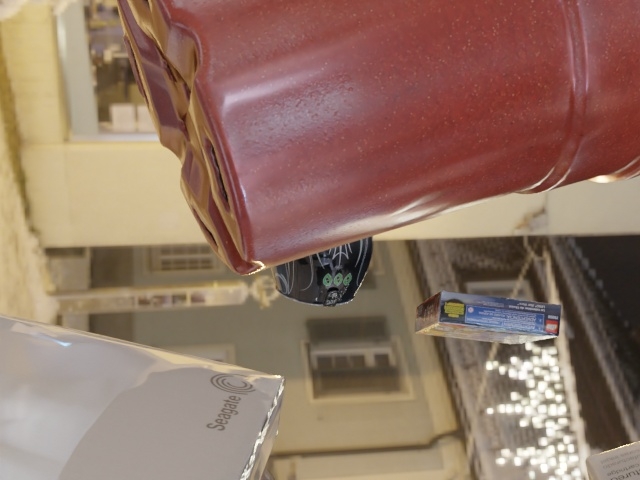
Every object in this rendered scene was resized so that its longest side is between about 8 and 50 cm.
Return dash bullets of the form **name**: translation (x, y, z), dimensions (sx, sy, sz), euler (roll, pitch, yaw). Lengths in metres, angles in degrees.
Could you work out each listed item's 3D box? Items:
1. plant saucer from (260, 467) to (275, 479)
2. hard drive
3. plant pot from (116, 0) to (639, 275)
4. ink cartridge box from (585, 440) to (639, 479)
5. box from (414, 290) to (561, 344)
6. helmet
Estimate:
- **plant saucer**: translation (-0.118, 0.262, 0.934), dimensions (0.168, 0.168, 0.029), euler (-102, -174, -45)
- **hard drive**: translation (-0.205, 0.076, 0.440), dimensions (0.233, 0.353, 0.047), euler (-61, 163, -78)
- **plant pot**: translation (0.032, -0.119, 0.597), dimensions (0.272, 0.265, 0.272), euler (158, -90, -75)
- **ink cartridge box**: translation (0.228, 0.167, 0.498), dimensions (0.175, 0.127, 0.072), euler (-97, 168, -71)
- **box**: translation (0.133, 0.065, 0.800), dimensions (0.137, 0.094, 0.027), euler (100, -3, -81)
- **helmet**: translation (0.000, 0.000, 1.438), dimensions (0.169, 0.169, 0.161), euler (-119, -146, -69)
